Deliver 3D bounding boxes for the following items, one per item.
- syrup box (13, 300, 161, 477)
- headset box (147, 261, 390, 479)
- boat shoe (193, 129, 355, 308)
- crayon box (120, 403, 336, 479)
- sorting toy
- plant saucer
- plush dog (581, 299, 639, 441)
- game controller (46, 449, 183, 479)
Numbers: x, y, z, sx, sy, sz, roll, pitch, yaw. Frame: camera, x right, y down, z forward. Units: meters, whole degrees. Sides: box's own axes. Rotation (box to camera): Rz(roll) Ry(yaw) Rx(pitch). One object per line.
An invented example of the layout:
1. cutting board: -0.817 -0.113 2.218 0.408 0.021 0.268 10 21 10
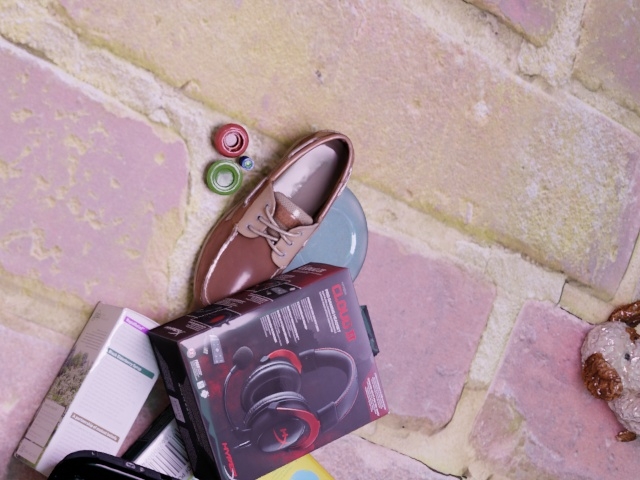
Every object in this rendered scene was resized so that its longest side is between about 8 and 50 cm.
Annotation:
1. syrup box: -0.294 0.205 1.670 0.096 0.093 0.237 36 74 -29
2. headset box: -0.053 0.170 1.692 0.293 0.110 0.218 -22 104 -27
3. boat shoe: -0.063 -0.030 1.766 0.123 0.116 0.324 35 76 -7
4. crayon box: -0.108 0.353 1.770 0.318 0.081 0.202 47 69 -11
5. sorting toy: -0.127 -0.115 1.791 0.061 0.042 0.102 12 99 -17
6. plant saucer: 0.000 0.000 1.877 0.195 0.037 0.195 -3 96 -32
7. plush dog: 0.536 0.232 2.180 0.225 0.210 0.262 47 40 -11
8. game controller: -0.210 0.369 1.620 0.319 0.067 0.166 24 110 -20
